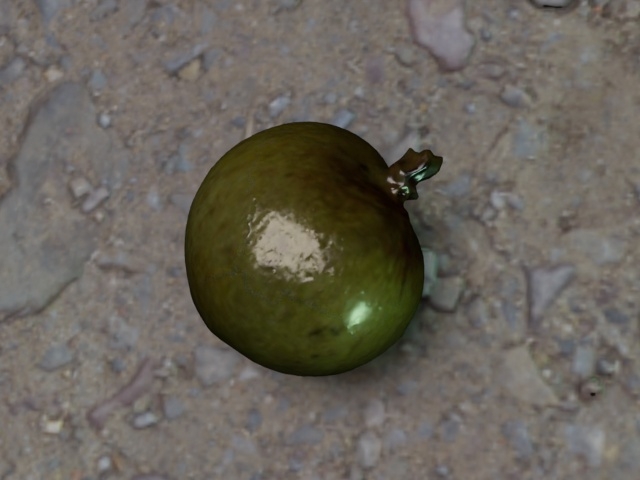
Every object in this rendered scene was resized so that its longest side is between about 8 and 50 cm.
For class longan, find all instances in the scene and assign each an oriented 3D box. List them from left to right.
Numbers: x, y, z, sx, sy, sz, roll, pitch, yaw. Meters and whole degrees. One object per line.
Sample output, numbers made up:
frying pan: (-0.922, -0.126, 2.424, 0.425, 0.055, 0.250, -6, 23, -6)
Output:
longan: (0.000, 0.000, 0.779, 0.176, 0.145, 0.154, -32, 87, 17)
